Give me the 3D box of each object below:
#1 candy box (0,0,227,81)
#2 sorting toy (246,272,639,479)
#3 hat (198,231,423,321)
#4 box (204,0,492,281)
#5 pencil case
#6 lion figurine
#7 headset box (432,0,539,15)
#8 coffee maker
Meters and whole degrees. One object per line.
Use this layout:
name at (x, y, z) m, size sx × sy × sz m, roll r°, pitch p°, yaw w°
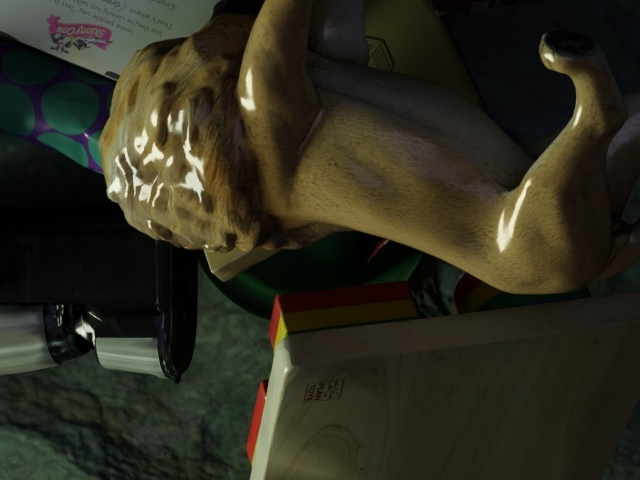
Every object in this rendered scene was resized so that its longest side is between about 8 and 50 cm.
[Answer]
candy box at (-0.126, -0.207, 1.204) m, size 0.164 × 0.070 × 0.196 m, roll 22°, pitch 105°, yaw -8°
sorting toy at (0.076, 0.106, 1.281) m, size 0.255 × 0.089 × 0.257 m, roll -6°, pitch 143°, yaw -14°
hat at (0.000, 0.000, 1.236) m, size 0.173 × 0.183 × 0.208 m, roll 20°, pitch 111°, yaw -9°
box at (-0.003, -0.086, 1.222) m, size 0.201 × 0.164 × 0.021 m, roll -31°, pitch 141°, yaw 13°
pencil case at (-0.181, -0.087, 1.248) m, size 0.151 × 0.064 × 0.070 m, roll 21°, pitch 146°, yaw 11°
lion figurine at (0.056, -0.049, 1.073) m, size 0.392 × 0.142 × 0.240 m, roll 23°, pitch 126°, yaw 15°
headset box at (0.169, -0.259, 1.133) m, size 0.293 × 0.110 × 0.218 m, roll -8°, pitch 91°, yaw 4°
coffee maker at (-0.178, 0.012, 1.270) m, size 0.178 × 0.120 × 0.171 m, roll -3°, pitch 114°, yaw 8°
